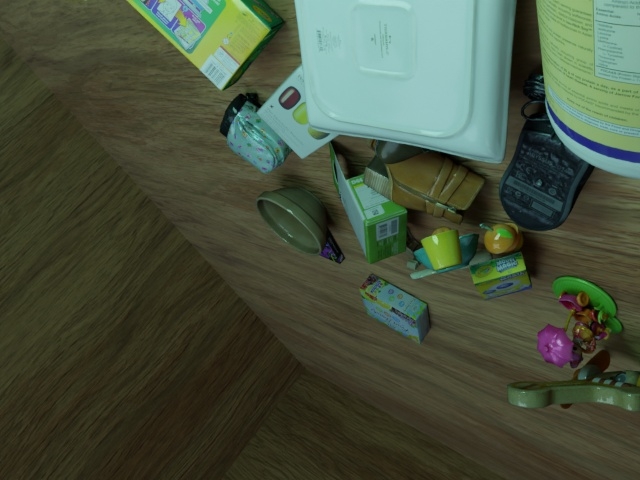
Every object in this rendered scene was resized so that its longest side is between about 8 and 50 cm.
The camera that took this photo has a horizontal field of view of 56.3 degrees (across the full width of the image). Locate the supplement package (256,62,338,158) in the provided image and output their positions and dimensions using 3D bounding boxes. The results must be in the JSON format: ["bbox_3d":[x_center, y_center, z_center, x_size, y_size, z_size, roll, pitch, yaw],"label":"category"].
[{"bbox_3d":[0.002,-0.271,1.123,0.139,0.134,0.244,44,160,-12],"label":"supplement package"}]

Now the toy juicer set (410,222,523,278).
[{"bbox_3d":[0.290,0.007,1.203,0.329,0.209,0.089,76,179,-81],"label":"toy juicer set"}]

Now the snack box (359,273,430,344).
[{"bbox_3d":[0.232,0.214,1.851,0.207,0.070,0.174,30,158,29],"label":"snack box"}]

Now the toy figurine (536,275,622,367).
[{"bbox_3d":[0.500,0.187,1.185,0.173,0.159,0.130,45,160,-16],"label":"toy figurine"}]

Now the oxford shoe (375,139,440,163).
[{"bbox_3d":[0.169,-0.177,0.960,0.083,0.096,0.227,39,137,-21],"label":"oxford shoe"}]

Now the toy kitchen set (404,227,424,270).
[{"bbox_3d":[0.225,0.023,1.455,0.083,0.068,0.075,20,153,42],"label":"toy kitchen set"}]

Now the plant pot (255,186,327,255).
[{"bbox_3d":[-0.062,-0.073,1.701,0.237,0.110,0.237,35,159,15],"label":"plant pot"}]

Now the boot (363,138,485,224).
[{"bbox_3d":[0.197,-0.144,1.108,0.220,0.109,0.283,27,147,13],"label":"boot"}]

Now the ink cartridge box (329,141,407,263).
[{"bbox_3d":[0.106,-0.104,1.384,0.189,0.097,0.255,78,171,-61],"label":"ink cartridge box"}]

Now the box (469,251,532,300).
[{"bbox_3d":[0.364,0.071,1.202,0.105,0.043,0.179,-18,154,18],"label":"box"}]

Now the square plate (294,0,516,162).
[{"bbox_3d":[0.096,-0.283,0.837,0.344,0.049,0.347,16,131,30],"label":"square plate"}]

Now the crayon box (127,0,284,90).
[{"bbox_3d":[-0.228,-0.444,1.124,0.278,0.081,0.165,43,123,-9],"label":"crayon box"}]

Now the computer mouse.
[{"bbox_3d":[0.365,-0.121,0.912,0.188,0.072,0.272,35,148,18],"label":"computer mouse"}]

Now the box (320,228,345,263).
[{"bbox_3d":[0.000,0.000,1.867,0.116,0.029,0.162,22,152,41],"label":"box"}]

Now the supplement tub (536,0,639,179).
[{"bbox_3d":[0.304,-0.239,0.499,0.241,0.241,0.331,23,155,38],"label":"supplement tub"}]

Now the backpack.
[{"bbox_3d":[-0.155,-0.256,1.468,0.182,0.115,0.152,38,158,-3],"label":"backpack"}]

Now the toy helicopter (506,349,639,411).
[{"bbox_3d":[0.537,0.290,1.189,0.355,0.140,0.235,-2,-177,-6],"label":"toy helicopter"}]
